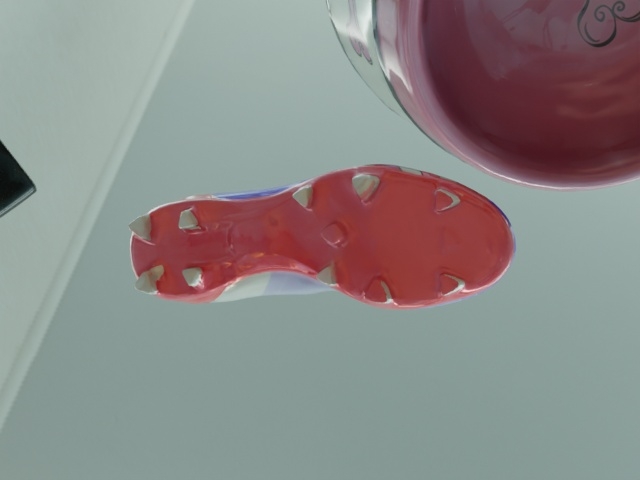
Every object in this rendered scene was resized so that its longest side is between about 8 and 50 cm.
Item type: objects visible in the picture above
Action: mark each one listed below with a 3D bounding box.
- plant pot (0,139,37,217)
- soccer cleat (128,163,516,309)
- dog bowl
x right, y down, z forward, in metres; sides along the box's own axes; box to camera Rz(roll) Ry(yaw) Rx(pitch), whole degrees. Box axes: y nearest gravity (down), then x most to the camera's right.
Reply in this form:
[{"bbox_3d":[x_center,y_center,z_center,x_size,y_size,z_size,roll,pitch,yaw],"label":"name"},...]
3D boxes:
[{"bbox_3d":[-0.357,-0.053,0.753,0.188,0.187,0.167,6,-133,46],"label":"plant pot"},{"bbox_3d":[0.000,0.000,0.637,0.248,0.095,0.083,-4,-88,25],"label":"soccer cleat"},{"bbox_3d":[0.212,-0.217,0.853,0.408,0.408,0.150,-6,-145,-7],"label":"dog bowl"}]
